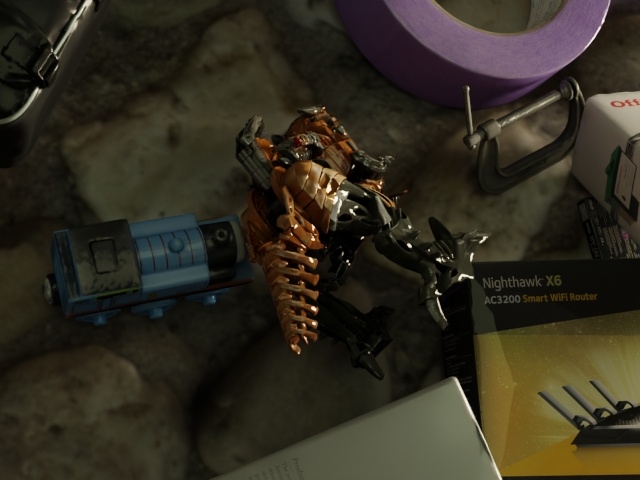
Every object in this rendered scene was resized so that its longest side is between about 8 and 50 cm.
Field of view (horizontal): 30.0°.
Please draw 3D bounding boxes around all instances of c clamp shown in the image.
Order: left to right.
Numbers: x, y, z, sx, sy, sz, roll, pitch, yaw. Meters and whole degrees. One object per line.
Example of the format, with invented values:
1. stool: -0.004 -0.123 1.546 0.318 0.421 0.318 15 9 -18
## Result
1. c clamp: 0.201 -0.110 1.153 0.161 0.137 0.022 -24 42 -26

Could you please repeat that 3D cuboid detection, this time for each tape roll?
1. tape roll: 0.150 -0.275 1.193 0.275 0.090 0.274 5 75 -17

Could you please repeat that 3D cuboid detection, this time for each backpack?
1. backpack: -0.319 -0.202 0.994 0.254 0.191 0.225 26 71 -7

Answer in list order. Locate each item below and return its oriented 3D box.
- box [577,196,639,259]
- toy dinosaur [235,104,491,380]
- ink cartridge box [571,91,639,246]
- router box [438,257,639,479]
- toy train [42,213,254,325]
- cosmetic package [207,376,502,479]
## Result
1. box: 0.301 -0.006 1.198 0.067 0.018 0.083 -9 76 -18
2. toy dinosaur: 0.000 0.000 1.012 0.218 0.164 0.322 42 47 -14
3. ink cartridge box: 0.362 -0.055 1.132 0.160 0.092 0.219 -6 35 -17
4. router box: 0.272 0.141 1.102 0.309 0.081 0.242 -2 78 -16
5. toy train: -0.144 0.021 1.019 0.184 0.105 0.080 -10 76 -18
6. cosmetic package: 0.028 0.210 0.979 0.231 0.085 0.117 -22 78 -1
